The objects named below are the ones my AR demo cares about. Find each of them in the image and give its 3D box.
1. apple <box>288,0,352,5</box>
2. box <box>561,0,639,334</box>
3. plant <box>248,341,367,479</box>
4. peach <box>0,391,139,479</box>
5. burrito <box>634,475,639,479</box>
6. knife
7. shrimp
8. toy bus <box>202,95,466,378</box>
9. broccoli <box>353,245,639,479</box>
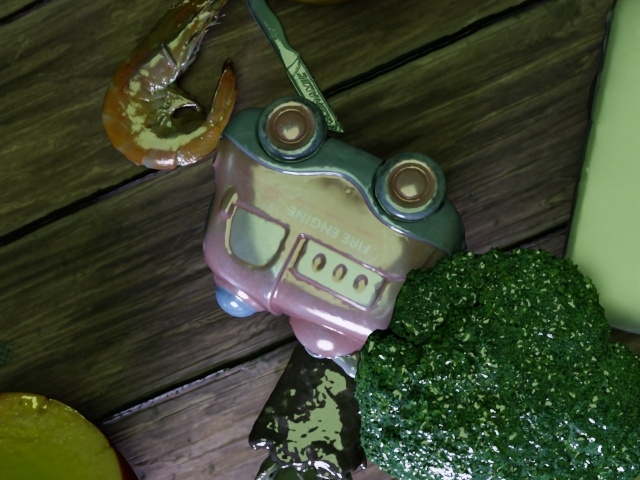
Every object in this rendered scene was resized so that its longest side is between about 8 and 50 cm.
[{"bbox_3d":[-0.005,-0.409,1.214,0.299,0.299,0.275,12,77,10],"label":"apple"},{"bbox_3d":[0.472,-0.072,1.213,0.396,0.111,0.396,12,91,10],"label":"box"},{"bbox_3d":[-0.008,0.217,1.281,0.129,0.132,0.194,18,88,12],"label":"plant"},{"bbox_3d":[-0.341,0.311,1.284,0.275,0.248,0.245,46,118,19],"label":"peach"},{"bbox_3d":[0.359,0.237,1.230,0.299,0.105,0.143,8,66,9],"label":"burrito"},{"bbox_3d":[-0.034,-0.211,1.348,0.028,0.015,0.210,-30,85,2],"label":"knife"},{"bbox_3d":[-0.160,-0.198,1.348,0.150,0.068,0.249,26,99,-4],"label":"shrimp"},{"bbox_3d":[0.000,0.000,1.230,0.294,0.197,0.232,26,84,7],"label":"toy bus"},{"bbox_3d":[0.186,0.141,1.127,0.307,0.275,0.308,7,111,20],"label":"broccoli"}]
